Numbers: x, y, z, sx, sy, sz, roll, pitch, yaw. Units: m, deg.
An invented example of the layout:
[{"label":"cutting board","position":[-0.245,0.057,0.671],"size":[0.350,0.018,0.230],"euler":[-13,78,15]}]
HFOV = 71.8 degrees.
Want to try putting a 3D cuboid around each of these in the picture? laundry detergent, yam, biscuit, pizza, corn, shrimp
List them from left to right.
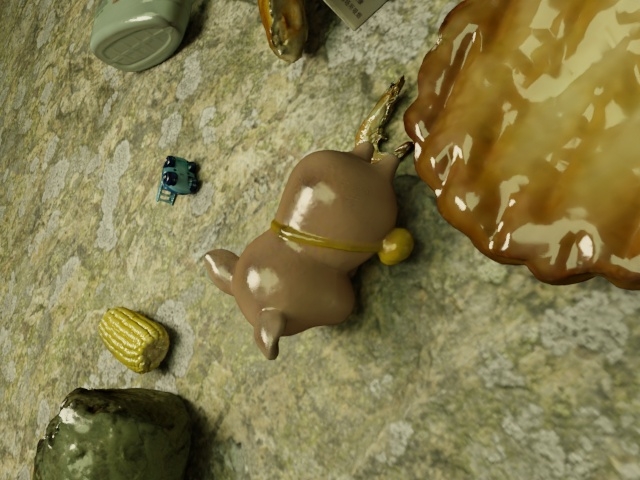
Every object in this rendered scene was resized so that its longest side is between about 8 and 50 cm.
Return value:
[{"label":"yam","position":[-0.286,0.353,0.601],"size":[0.195,0.195,0.299],"euler":[-2,79,37]},{"label":"corn","position":[-0.322,0.164,0.754],"size":[0.165,0.063,0.085],"euler":[17,99,41]},{"label":"laundry detergent","position":[-0.352,-0.578,0.932],"size":[0.264,0.125,0.397],"euler":[-5,73,38]},{"label":"pizza","position":[-0.058,-0.410,0.593],"size":[0.071,0.296,0.189],"euler":[-11,40,-6]},{"label":"shrimp","position":[0.090,-0.142,0.543],"size":[0.083,0.023,0.114],"euler":[40,109,34]},{"label":"biscuit","position":[0.236,-0.119,0.373],"size":[0.326,0.107,0.325],"euler":[-9,76,38]}]

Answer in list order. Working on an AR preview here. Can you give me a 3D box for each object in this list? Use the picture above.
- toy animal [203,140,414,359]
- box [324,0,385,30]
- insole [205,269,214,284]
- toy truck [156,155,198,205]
[{"label":"toy animal","position":[0.001,0.001,0.505],"size":[0.248,0.149,0.165],"euler":[-53,38,1]},{"label":"box","position":[0.083,-0.365,0.547],"size":[0.198,0.109,0.029],"euler":[-35,60,26]},{"label":"insole","position":[-0.127,0.058,0.670],"size":[0.153,0.002,0.053],"euler":[15,88,39]},{"label":"toy truck","position":[-0.261,-0.102,0.786],"size":[0.090,0.056,0.073],"euler":[-36,54,41]}]
